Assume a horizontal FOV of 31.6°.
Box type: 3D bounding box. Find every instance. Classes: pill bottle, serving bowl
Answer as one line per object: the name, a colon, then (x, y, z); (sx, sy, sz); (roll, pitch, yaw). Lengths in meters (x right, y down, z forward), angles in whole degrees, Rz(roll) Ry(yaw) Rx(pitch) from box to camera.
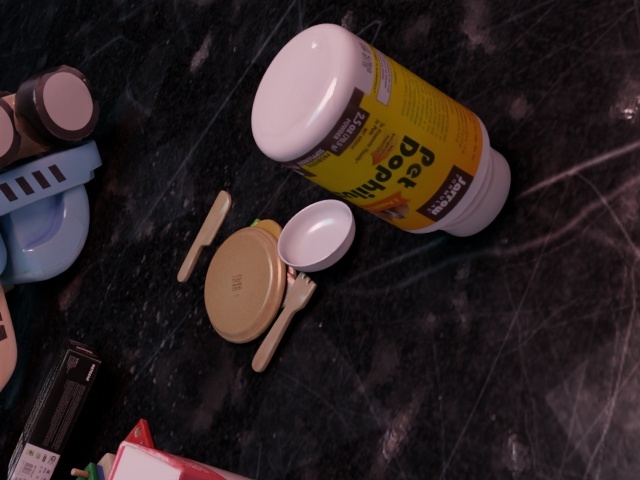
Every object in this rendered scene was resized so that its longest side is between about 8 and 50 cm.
pill bottle: (0.057, -0.080, 0.930); (0.117, 0.215, 0.117); (-31, 46, 38)
serving bowl: (0.000, 0.000, 1.109); (0.083, 0.027, 0.083); (-20, 42, 20)

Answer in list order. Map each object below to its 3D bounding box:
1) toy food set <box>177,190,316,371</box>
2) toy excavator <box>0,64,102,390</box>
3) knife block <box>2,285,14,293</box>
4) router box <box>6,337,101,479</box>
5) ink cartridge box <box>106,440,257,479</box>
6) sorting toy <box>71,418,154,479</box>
toy food set: (-0.071, 0.044, 1.184); (0.192, 0.038, 0.132); (45, 111, 43)
toy excavator: (-0.448, 0.033, 1.516); (0.222, 0.433, 0.445); (-10, 104, 41)
knife block: (-0.594, 0.065, 1.667); (0.242, 0.088, 0.276); (-31, 55, -16)
router box: (-0.320, 0.211, 1.352); (0.179, 0.046, 0.133); (-67, 14, -4)
ink cartridge box: (-0.074, 0.265, 0.879); (0.092, 0.218, 0.159); (8, 75, 48)
sorting toy: (-0.265, 0.316, 1.249); (0.274, 0.046, 0.132); (-49, 38, 20)
